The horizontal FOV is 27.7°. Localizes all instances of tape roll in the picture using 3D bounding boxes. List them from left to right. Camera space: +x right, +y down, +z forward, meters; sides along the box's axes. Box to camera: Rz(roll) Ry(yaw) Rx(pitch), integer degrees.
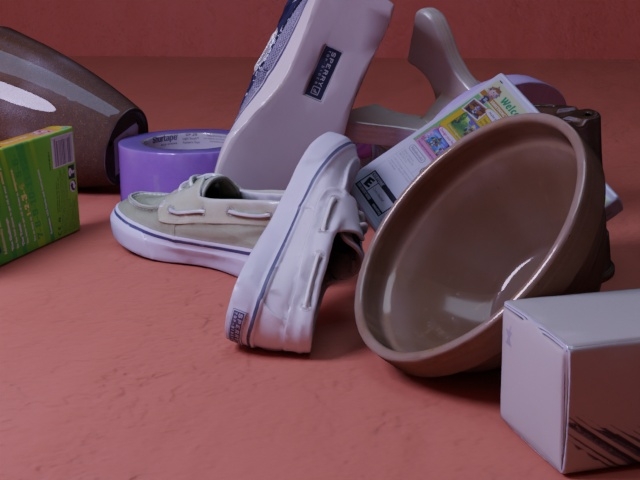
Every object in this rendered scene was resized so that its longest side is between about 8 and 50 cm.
[{"bbox_3d":[-0.165,-0.091,1.677,0.189,0.080,0.189,-1,15,0],"label":"tape roll"}]

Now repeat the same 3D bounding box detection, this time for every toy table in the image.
[{"bbox_3d":[0.157,-0.137,1.568,0.161,0.252,0.274,31,24,36],"label":"toy table"}]

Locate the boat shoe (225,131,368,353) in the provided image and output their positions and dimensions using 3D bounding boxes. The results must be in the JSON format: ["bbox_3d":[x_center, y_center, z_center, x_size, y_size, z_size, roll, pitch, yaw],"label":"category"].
[{"bbox_3d":[0.000,0.000,1.169,0.088,0.096,0.267,17,39,10],"label":"boat shoe"}]

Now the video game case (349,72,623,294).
[{"bbox_3d":[0.144,-0.042,1.211,0.193,0.023,0.212,-35,46,2],"label":"video game case"}]

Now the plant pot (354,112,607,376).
[{"bbox_3d":[0.148,0.022,1.056,0.110,0.237,0.237,39,-6,-29],"label":"plant pot"}]

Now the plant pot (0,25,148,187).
[{"bbox_3d":[-0.357,-0.156,1.751,0.230,0.215,0.215,18,20,19],"label":"plant pot"}]

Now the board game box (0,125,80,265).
[{"bbox_3d":[-0.337,-0.043,1.401,0.039,0.124,0.259,2,14,16],"label":"board game box"}]

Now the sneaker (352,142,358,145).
[{"bbox_3d":[0.013,-0.109,1.581,0.038,0.098,0.069,24,26,23],"label":"sneaker"}]

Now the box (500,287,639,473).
[{"bbox_3d":[0.273,0.088,0.919,0.275,0.094,0.113,-4,15,-14],"label":"box"}]

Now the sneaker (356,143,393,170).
[{"bbox_3d":[0.005,-0.118,1.693,0.252,0.111,0.103,26,-2,-43],"label":"sneaker"}]

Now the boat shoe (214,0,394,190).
[{"bbox_3d":[-0.028,-0.169,1.527,0.127,0.340,0.158,29,6,-15],"label":"boat shoe"}]

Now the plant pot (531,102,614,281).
[{"bbox_3d":[0.220,-0.051,1.328,0.167,0.165,0.167,-1,15,0],"label":"plant pot"}]

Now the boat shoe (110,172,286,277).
[{"bbox_3d":[-0.109,-0.025,1.380,0.302,0.094,0.109,12,19,40],"label":"boat shoe"}]
